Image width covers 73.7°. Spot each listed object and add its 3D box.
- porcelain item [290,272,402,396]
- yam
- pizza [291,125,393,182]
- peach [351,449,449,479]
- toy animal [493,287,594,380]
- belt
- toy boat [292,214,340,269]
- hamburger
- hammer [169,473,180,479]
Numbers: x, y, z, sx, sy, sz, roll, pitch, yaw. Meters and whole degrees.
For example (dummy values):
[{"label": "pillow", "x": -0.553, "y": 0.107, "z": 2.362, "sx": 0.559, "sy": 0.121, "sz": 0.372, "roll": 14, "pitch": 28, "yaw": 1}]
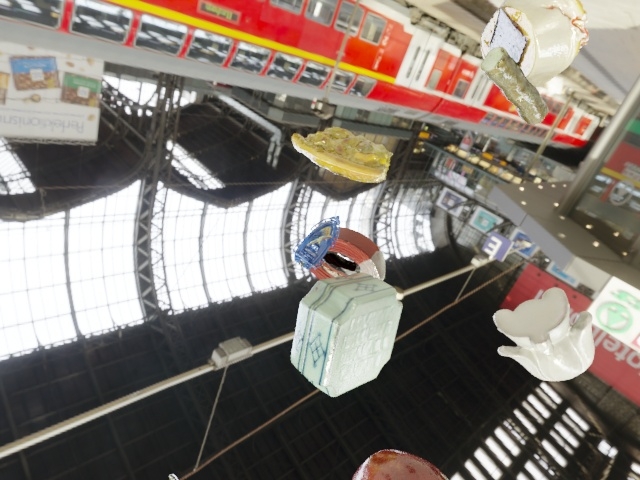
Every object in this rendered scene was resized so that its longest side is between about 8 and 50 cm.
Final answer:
[{"label": "porcelain item", "x": 0.069, "y": 0.238, "z": 1.131, "sx": 0.285, "sy": 0.282, "sz": 0.157, "roll": -7, "pitch": -158, "yaw": -43}, {"label": "yam", "x": 0.408, "y": -0.318, "z": 0.890, "sx": 0.252, "sy": 0.061, "sz": 0.061, "roll": 18, "pitch": -160, "yaw": -43}, {"label": "pizza", "x": 0.035, "y": -0.122, "z": 0.578, "sx": 0.099, "sy": 0.036, "sz": 0.160, "roll": -30, "pitch": -131, "yaw": -36}, {"label": "peach", "x": 0.140, "y": 0.469, "z": 0.711, "sx": 0.199, "sy": 0.244, "sz": 0.243, "roll": -13, "pitch": -150, "yaw": -3}, {"label": "toy animal", "x": 0.677, "y": 0.309, "z": 1.271, "sx": 0.265, "sy": 0.271, "sz": 0.206, "roll": 54, "pitch": -160, "yaw": -24}, {"label": "belt", "x": 0.101, "y": 0.075, "z": 1.682, "sx": 0.323, "sy": 0.227, "sz": 0.115, "roll": 18, "pitch": -147, "yaw": 17}, {"label": "toy boat", "x": 0.000, "y": 0.000, "z": 1.159, "sx": 0.091, "sy": 0.175, "sz": 0.110, "roll": 38, "pitch": 173, "yaw": -1}, {"label": "hamburger", "x": 0.517, "y": -0.499, "z": 1.056, "sx": 0.227, "sy": 0.151, "sz": 0.295, "roll": 59, "pitch": -175, "yaw": 1}, {"label": "hammer", "x": -0.292, "y": 0.599, "z": 0.986, "sx": 0.297, "sy": 0.125, "sz": 0.027, "roll": -9, "pitch": -146, "yaw": 50}]
